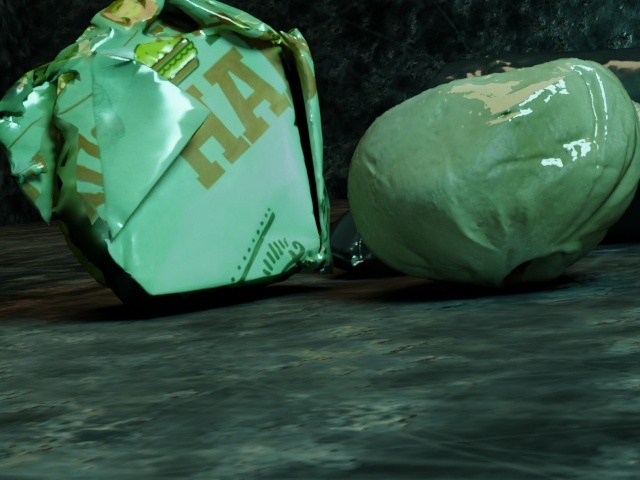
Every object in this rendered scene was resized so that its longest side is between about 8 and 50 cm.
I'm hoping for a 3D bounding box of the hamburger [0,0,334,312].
[{"bbox_3d":[-0.108,-0.057,0.756,0.235,0.214,0.125,-12,-5,-24],"label":"hamburger"}]

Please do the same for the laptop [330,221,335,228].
[{"bbox_3d":[0.000,0.000,1.125,0.154,0.026,0.207,-11,5,-41],"label":"laptop"}]

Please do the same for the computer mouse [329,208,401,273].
[{"bbox_3d":[0.064,-0.009,0.889,0.099,0.057,0.172,5,9,26],"label":"computer mouse"}]

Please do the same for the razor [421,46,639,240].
[{"bbox_3d":[0.249,-0.080,0.911,0.327,0.107,0.189,-6,-39,24],"label":"razor"}]

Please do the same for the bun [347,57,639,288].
[{"bbox_3d":[0.108,-0.028,0.690,0.167,0.113,0.173,-2,-22,-37],"label":"bun"}]
